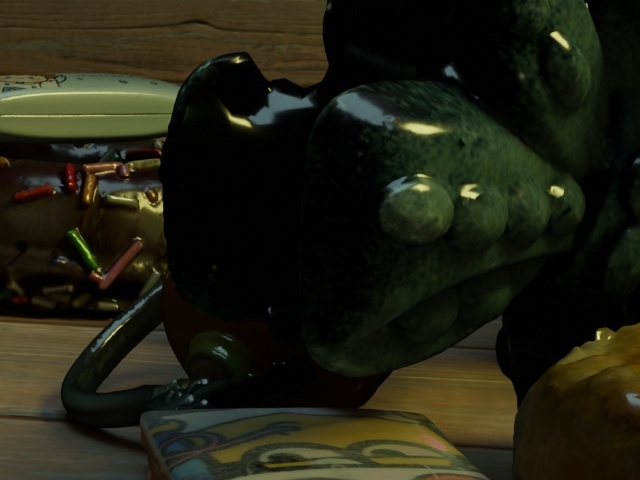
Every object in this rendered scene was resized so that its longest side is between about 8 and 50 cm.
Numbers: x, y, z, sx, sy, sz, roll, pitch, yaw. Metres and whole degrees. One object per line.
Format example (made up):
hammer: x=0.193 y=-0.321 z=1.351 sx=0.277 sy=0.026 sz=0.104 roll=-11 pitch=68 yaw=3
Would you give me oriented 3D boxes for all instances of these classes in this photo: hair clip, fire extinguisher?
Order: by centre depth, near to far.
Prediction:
hair clip: x=0.092 y=-0.022 z=0.770 sx=0.310 sy=0.206 sz=0.194 roll=25 pitch=-4 yaw=-39
fire extinguisher: x=0.008 y=0.007 z=0.948 sx=0.376 sy=0.113 sz=0.200 roll=-45 pitch=2 yaw=-39

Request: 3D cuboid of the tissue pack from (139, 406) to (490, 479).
tissue pack: x=0.003 y=0.102 z=0.647 sx=0.115 sy=0.065 sz=0.155 roll=0 pitch=9 yaw=-13

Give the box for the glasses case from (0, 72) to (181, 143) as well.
glasses case: x=-0.165 y=-0.087 z=1.244 sx=0.178 sy=0.045 sz=0.067 roll=-4 pitch=13 yaw=-33

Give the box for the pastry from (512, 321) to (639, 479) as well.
pastry: x=0.159 y=0.092 z=0.630 sx=0.182 sy=0.093 sz=0.192 roll=-2 pitch=17 yaw=-41

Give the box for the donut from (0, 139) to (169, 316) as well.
donut: x=-0.157 y=-0.018 z=1.277 sx=0.270 sy=0.103 sz=0.270 roll=3 pitch=8 yaw=0
